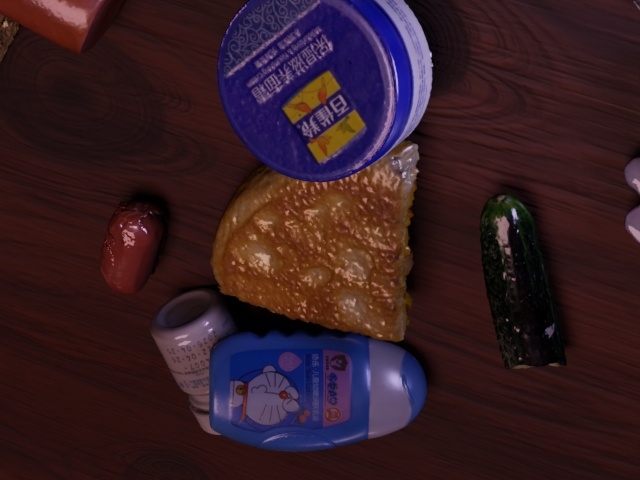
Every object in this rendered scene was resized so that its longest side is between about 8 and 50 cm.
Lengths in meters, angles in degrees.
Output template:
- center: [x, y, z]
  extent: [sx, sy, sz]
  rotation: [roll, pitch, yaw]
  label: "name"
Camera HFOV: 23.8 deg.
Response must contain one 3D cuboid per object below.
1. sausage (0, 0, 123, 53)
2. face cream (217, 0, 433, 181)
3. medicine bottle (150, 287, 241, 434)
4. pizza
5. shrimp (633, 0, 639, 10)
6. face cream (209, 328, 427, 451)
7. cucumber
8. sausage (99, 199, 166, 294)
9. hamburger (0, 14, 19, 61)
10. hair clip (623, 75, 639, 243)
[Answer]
- center: [-0.340, -0.305, 1.646]
  extent: [0.259, 0.113, 0.113]
  rotation: [31, 134, 0]
  label: "sausage"
- center: [0.008, -0.170, 1.548]
  extent: [0.206, 0.111, 0.206]
  rotation: [11, 113, 26]
  label: "face cream"
- center: [-0.139, 0.152, 1.927]
  extent: [0.105, 0.105, 0.168]
  rotation: [-5, 124, 30]
  label: "medicine bottle"
- center: [-0.011, -0.028, 1.723]
  extent: [0.258, 0.087, 0.268]
  rotation: [15, 131, 17]
  label: "pizza"
- center: [0.307, -0.270, 1.389]
  extent: [0.223, 0.047, 0.126]
  rotation: [43, 143, -13]
  label: "shrimp"
- center: [-0.002, 0.181, 1.843]
  extent: [0.264, 0.083, 0.149]
  rotation: [0, 96, -3]
  label: "face cream"
- center: [0.217, 0.050, 1.681]
  extent: [0.074, 0.074, 0.241]
  rotation: [0, 125, 27]
  label: "cucumber"
- center: [-0.232, 0.006, 1.874]
  extent: [0.076, 0.076, 0.141]
  rotation: [26, 135, 6]
  label: "sausage"
- center: [-0.469, -0.213, 1.765]
  extent: [0.156, 0.144, 0.283]
  rotation: [38, 136, -6]
  label: "hamburger"
- center: [0.373, -0.078, 1.500]
  extent: [0.146, 0.075, 0.257]
  rotation: [16, 139, 18]
  label: "hair clip"
